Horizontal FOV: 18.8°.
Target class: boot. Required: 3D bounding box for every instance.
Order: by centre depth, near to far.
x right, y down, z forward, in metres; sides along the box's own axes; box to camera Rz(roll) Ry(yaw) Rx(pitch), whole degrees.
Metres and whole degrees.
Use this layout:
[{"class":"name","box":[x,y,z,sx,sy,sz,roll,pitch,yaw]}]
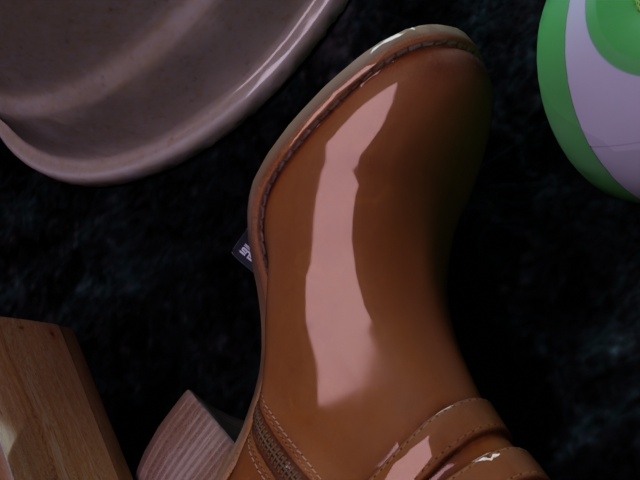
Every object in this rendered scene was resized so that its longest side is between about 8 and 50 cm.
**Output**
[{"class":"boot","box":[0.038,0.065,0.816,0.283,0.109,0.220,-57,41,5]}]

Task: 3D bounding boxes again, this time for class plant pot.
[{"class":"plant pot","box":[-0.177,-0.240,1.049,0.333,0.305,0.334,-21,54,33]}]

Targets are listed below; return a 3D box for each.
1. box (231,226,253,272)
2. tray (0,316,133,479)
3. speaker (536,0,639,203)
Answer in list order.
[{"class":"box","box":[0.000,0.000,0.958,0.067,0.018,0.083,-55,43,4]},{"class":"tray","box":[-0.120,0.244,0.854,0.203,0.076,0.411,-59,40,28]},{"class":"speaker","box":[0.220,-0.083,0.697,0.296,0.131,0.131,-8,61,51]}]
